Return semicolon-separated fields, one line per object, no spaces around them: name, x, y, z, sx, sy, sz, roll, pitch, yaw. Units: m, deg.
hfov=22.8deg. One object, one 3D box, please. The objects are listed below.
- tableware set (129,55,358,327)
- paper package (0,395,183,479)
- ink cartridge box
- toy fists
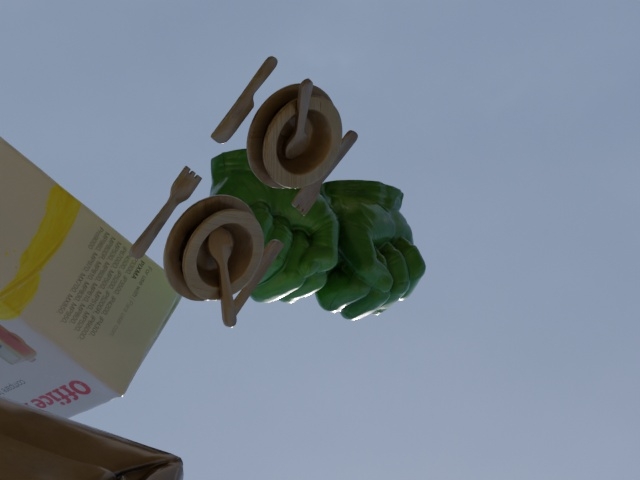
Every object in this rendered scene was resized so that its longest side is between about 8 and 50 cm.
tableware set;-0.045;-0.033;1.222;0.039;0.128;0.194;31;-96;46
paper package;-0.268;0.244;0.894;0.309;0.325;0.168;19;-157;-8
ink cartridge box;-0.379;0.026;1.669;0.279;0.384;0.160;-25;-149;49
toy fists;0.000;0.000;1.629;0.096;0.279;0.142;-17;-111;40
